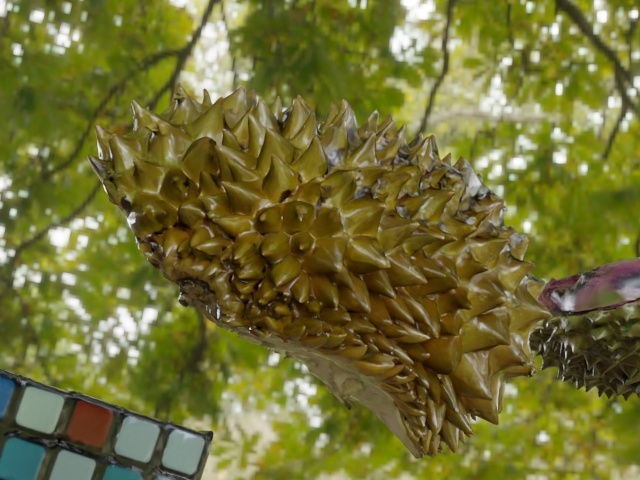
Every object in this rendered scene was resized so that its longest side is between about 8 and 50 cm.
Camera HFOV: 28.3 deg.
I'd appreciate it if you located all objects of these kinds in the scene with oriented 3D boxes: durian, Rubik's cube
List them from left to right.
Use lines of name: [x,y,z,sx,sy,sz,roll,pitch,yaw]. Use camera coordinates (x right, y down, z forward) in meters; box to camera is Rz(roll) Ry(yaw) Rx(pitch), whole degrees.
Rubik's cube: [-0.210,0.194,0.899,0.182,0.187,0.184,22,-15,-23]
durian: [0.009,-0.002,0.606,0.138,0.183,0.249,-37,-43,24]
durian: [0.233,0.075,0.986,0.186,0.119,0.108,-17,1,28]
